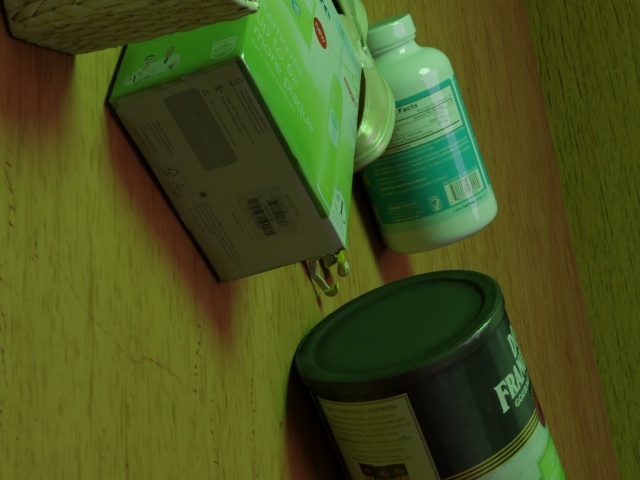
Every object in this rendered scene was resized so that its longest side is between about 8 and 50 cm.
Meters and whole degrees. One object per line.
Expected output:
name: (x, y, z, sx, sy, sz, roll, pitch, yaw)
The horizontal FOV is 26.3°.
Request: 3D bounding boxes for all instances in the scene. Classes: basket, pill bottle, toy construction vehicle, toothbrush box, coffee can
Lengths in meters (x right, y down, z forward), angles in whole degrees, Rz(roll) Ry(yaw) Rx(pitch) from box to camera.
basket: (-0.134, -0.199, 0.954, 0.113, 0.167, 0.103, 3, 76, -71)
pill bottle: (0.104, -0.128, 1.621, 0.146, 0.146, 0.264, -52, 124, -68)
toy construction vehicle: (0.000, 0.000, 1.399, 0.086, 0.035, 0.098, -86, 158, -71)
toothbrush box: (-0.060, -0.138, 1.188, 0.283, 0.122, 0.206, -85, 153, -51)
coffee can: (0.117, 0.195, 1.302, 0.201, 0.201, 0.275, -66, 138, -63)

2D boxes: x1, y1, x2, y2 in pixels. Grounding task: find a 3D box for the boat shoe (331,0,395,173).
boat shoe: (0.005, -0.190, 1.457, 0.098, 0.109, 0.302, 50, 24, -41)
